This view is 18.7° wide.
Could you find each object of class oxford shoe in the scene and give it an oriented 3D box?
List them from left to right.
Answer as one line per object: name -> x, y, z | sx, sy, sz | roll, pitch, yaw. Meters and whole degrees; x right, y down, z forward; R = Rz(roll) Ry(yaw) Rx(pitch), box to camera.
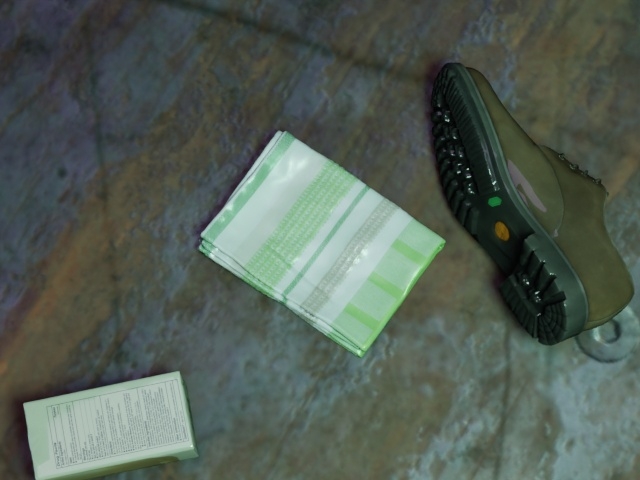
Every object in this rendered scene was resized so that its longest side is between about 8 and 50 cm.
oxford shoe -> 0.152, -0.034, 1.409 | 0.096, 0.083, 0.227 | -18, 71, -26

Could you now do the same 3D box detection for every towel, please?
towel -> 0.000, 0.000, 1.423 | 0.152, 0.023, 0.113 | 34, 78, 11

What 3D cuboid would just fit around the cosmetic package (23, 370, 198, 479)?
cosmetic package -> -0.148, 0.135, 1.379 | 0.115, 0.041, 0.060 | -10, 74, -1
